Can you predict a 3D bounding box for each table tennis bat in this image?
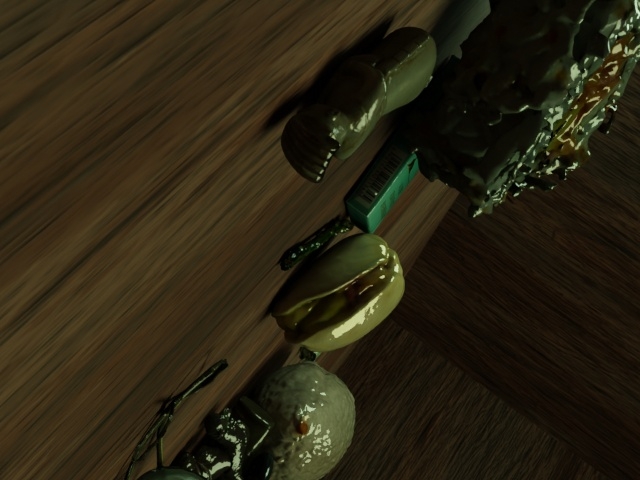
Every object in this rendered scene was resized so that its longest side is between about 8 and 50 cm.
[{"bbox_3d":[-0.125,0.393,1.647,0.150,0.027,0.236,-59,-171,-15],"label":"table tennis bat"}]

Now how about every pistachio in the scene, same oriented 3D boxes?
[{"bbox_3d":[0.025,0.073,1.382,0.200,0.117,0.145,-40,-168,-31],"label":"pistachio"}]

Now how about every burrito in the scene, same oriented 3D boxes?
[{"bbox_3d":[0.008,0.186,2.076,0.118,0.044,0.074,-48,168,-24],"label":"burrito"}]

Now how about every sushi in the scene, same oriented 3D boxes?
[{"bbox_3d":[0.254,-0.208,1.220,0.417,0.175,0.417,-50,162,-22],"label":"sushi"}]

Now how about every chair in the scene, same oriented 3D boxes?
[{"bbox_3d":[-0.158,0.304,1.168,0.326,0.170,0.160,-52,173,34],"label":"chair"}]

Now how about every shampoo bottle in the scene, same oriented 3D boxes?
[{"bbox_3d":[-0.192,0.398,1.633,0.350,0.084,0.125,-55,177,6],"label":"shampoo bottle"}]

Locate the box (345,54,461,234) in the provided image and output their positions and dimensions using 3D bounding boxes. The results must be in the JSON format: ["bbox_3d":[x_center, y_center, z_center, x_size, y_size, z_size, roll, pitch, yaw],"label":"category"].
[{"bbox_3d":[0.116,-0.117,1.376,0.229,0.041,0.162,-54,173,-5],"label":"box"}]

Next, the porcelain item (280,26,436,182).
[{"bbox_3d":[0.027,-0.105,0.821,0.213,0.054,0.084,-45,166,-54],"label":"porcelain item"}]

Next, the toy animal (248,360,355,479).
[{"bbox_3d":[-0.044,0.317,1.789,0.227,0.188,0.358,-60,174,-4],"label":"toy animal"}]

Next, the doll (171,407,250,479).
[{"bbox_3d":[-0.157,0.313,1.498,0.139,0.057,0.165,-21,128,-30],"label":"doll"}]

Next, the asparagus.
[{"bbox_3d":[0.000,0.000,1.268,0.233,0.022,0.023,-31,112,-66],"label":"asparagus"}]
